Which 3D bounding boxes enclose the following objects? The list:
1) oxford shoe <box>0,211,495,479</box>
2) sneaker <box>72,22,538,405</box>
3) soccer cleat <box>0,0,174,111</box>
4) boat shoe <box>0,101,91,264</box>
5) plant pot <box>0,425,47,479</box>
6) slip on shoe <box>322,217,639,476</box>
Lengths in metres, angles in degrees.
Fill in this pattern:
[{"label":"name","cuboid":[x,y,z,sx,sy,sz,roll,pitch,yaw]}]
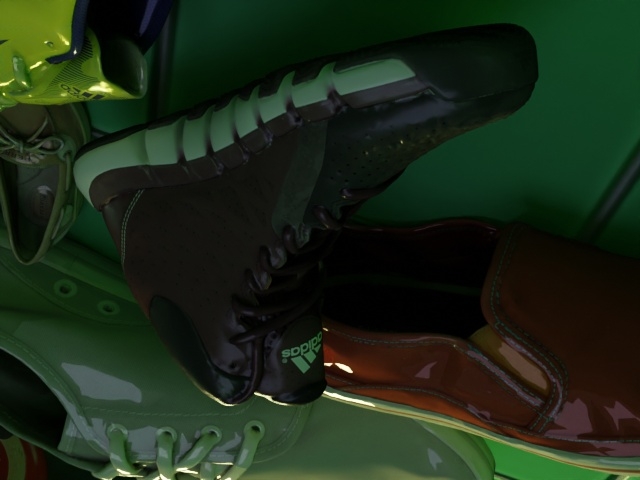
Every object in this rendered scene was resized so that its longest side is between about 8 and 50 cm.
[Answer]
[{"label":"oxford shoe","cuboid":[-0.094,0.119,0.747,0.449,0.130,0.169,22,142,-6]},{"label":"sneaker","cuboid":[0.000,0.000,0.516,0.281,0.106,0.162,-11,98,46]},{"label":"soccer cleat","cuboid":[-0.147,-0.098,0.504,0.289,0.093,0.121,-27,106,42]},{"label":"boat shoe","cuboid":[-0.173,-0.044,0.634,0.056,0.048,0.153,19,144,0]},{"label":"plant pot","cuboid":[-0.344,0.253,0.979,0.191,0.191,0.174,19,141,0]},{"label":"slip on shoe","cuboid":[0.119,0.045,0.568,0.331,0.123,0.101,6,138,25]}]
